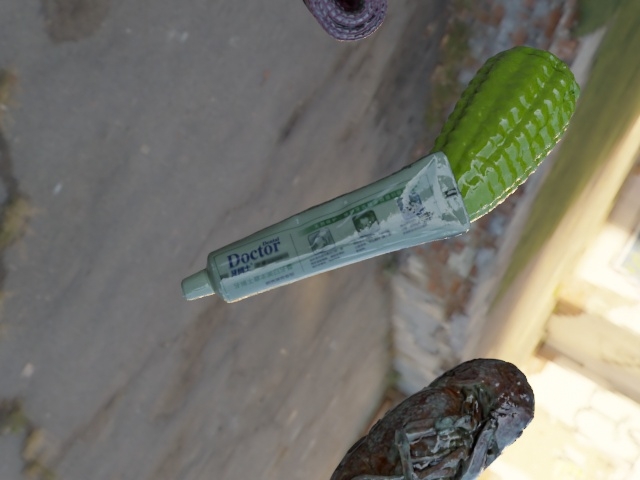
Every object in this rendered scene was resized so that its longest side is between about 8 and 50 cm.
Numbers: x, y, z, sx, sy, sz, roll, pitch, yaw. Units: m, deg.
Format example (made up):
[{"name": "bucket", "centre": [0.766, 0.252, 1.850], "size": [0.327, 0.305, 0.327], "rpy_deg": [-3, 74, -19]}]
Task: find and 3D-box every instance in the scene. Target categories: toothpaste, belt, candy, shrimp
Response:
[{"name": "toothpaste", "centre": [0.000, 0.000, 0.925], "size": [0.218, 0.064, 0.041], "rpy_deg": [-20, -178, 3]}, {"name": "belt", "centre": [-0.022, -0.243, 0.912], "size": [0.071, 0.053, 0.232], "rpy_deg": [-34, 127, 9]}, {"name": "candy", "centre": [0.145, -0.082, 1.083], "size": [0.209, 0.097, 0.096], "rpy_deg": [-50, 163, -32]}, {"name": "shrimp", "centre": [0.046, 0.139, 0.712], "size": [0.190, 0.073, 0.074], "rpy_deg": [-37, 136, -16]}]
